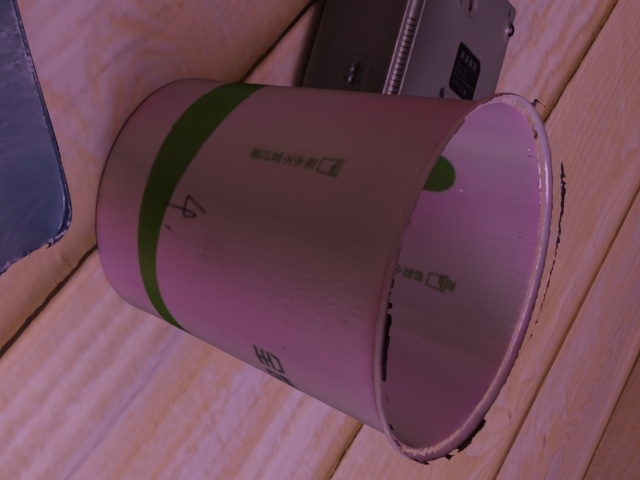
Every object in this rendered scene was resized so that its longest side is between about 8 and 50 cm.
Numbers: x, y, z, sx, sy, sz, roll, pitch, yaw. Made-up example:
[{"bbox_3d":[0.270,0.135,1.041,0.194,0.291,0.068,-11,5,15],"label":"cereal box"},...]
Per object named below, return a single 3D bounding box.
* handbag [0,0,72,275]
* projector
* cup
[{"bbox_3d":[-0.220,-0.071,0.587,0.144,0.057,0.221,-38,135,-42],"label":"handbag"},{"bbox_3d":[0.092,-0.171,1.038,0.250,0.108,0.198,22,82,-61],"label":"projector"},{"bbox_3d":[0.000,0.000,0.783,0.253,0.274,0.253,-31,128,-50],"label":"cup"}]
